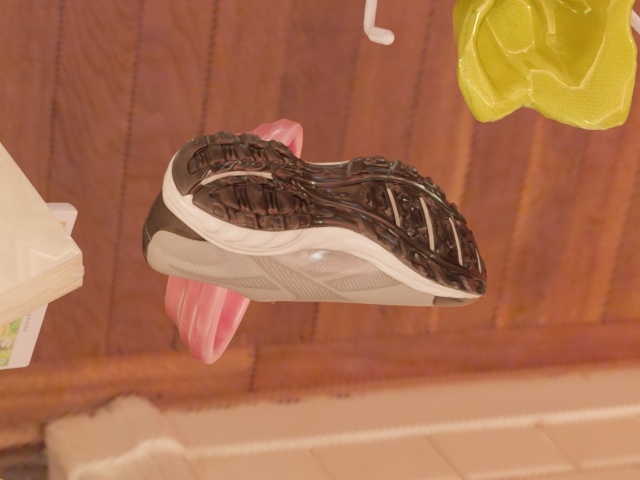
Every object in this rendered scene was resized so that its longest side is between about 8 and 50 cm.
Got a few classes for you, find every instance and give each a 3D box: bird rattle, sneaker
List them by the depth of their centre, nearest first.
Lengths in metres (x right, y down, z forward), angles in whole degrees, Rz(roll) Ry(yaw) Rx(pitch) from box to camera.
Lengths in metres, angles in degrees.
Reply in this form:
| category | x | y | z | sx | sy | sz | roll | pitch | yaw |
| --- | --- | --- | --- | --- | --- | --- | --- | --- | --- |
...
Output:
| category | x | y | z | sx | sy | sz | roll | pitch | yaw |
| --- | --- | --- | --- | --- | --- | --- | --- | --- | --- |
| bird rattle | 0.089 | -0.166 | 0.490 | 0.253 | 0.143 | 0.207 | -58 | 168 | 4 |
| sneaker | 0.000 | 0.000 | 1.069 | 0.272 | 0.100 | 0.108 | 13 | 139 | -28 |

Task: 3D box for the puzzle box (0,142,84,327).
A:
| category | x | y | z | sx | sy | sz | roll | pitch | yaw |
| --- | --- | --- | --- | --- | --- | --- | --- | --- | --- |
| puzzle box | -0.416 | 0.016 | 1.114 | 0.409 | 0.272 | 0.052 | -27 | 152 | -24 |

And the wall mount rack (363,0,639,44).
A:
| category | x | y | z | sx | sy | sz | roll | pitch | yaw |
| --- | --- | --- | --- | --- | --- | --- | --- | --- | --- |
| wall mount rack | 0.228 | -0.250 | 1.656 | 0.350 | 0.304 | 0.130 | 3 | 94 | -42 |

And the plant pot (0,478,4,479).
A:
| category | x | y | z | sx | sy | sz | roll | pitch | yaw |
| --- | --- | --- | --- | --- | --- | --- | --- | --- | --- |
| plant pot | -0.529 | 0.399 | 1.927 | 0.207 | 0.227 | 0.228 | 13 | 77 | -66 |

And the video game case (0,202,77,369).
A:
| category | x | y | z | sx | sy | sz | roll | pitch | yaw |
| --- | --- | --- | --- | --- | --- | --- | --- | --- | --- |
| video game case | -0.358 | 0.052 | 1.519 | 0.212 | 0.023 | 0.193 | -3 | 121 | -48 |

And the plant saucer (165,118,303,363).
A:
| category | x | y | z | sx | sy | sz | roll | pitch | yaw |
| --- | --- | --- | --- | --- | --- | --- | --- | --- | --- |
| plant saucer | -0.117 | -0.007 | 1.955 | 0.084 | 0.332 | 0.332 | 21 | 107 | 5 |
